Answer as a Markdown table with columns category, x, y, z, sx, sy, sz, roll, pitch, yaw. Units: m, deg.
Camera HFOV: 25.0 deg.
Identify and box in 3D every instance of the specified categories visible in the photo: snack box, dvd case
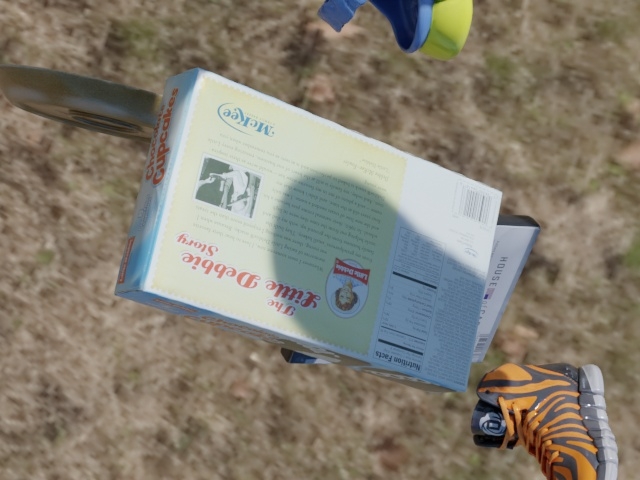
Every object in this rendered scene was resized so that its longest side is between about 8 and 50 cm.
| category | x | y | z | sx | sy | sz | roll | pitch | yaw |
| --- | --- | --- | --- | --- | --- | --- | --- | --- | --- |
| snack box | 0.000 | 0.000 | 1.211 | 0.322 | 0.060 | 0.187 | 20 | 74 | -29 |
| dvd case | 0.093 | 0.049 | 1.467 | 0.239 | 0.029 | 0.179 | 2 | 123 | -31 |

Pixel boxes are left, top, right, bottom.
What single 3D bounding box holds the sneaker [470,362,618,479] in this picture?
| category | x | y | z | sx | sy | sz | roll | pitch | yaw |
| --- | --- | --- | --- | --- | --- | --- | --- | --- | --- |
| sneaker | 0.289 | 0.275 | 1.907 | 0.180 | 0.321 | 0.124 | 4 | 118 | 1 |

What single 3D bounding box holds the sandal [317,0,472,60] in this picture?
| category | x | y | z | sx | sy | sz | roll | pitch | yaw |
| --- | --- | --- | --- | --- | --- | --- | --- | --- | --- |
| sandal | 0.044 | -0.321 | 1.390 | 0.138 | 0.126 | 0.317 | -10 | 76 | -18 |

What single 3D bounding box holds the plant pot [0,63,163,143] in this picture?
| category | x | y | z | sx | sy | sz | roll | pitch | yaw |
| --- | --- | --- | --- | --- | --- | --- | --- | --- | --- |
| plant pot | -0.209 | -0.128 | 1.426 | 0.236 | 0.236 | 0.032 | 15 | 85 | -44 |
